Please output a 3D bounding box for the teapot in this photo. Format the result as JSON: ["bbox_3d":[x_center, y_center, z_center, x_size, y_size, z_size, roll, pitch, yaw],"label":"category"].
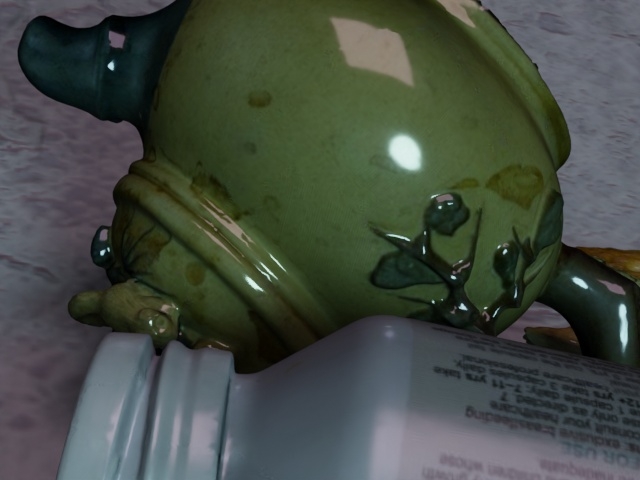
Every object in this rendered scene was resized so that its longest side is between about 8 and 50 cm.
[{"bbox_3d":[0.000,0.000,0.597,0.182,0.173,0.269,-44,88,-11],"label":"teapot"}]

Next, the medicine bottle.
[{"bbox_3d":[0.033,0.092,0.458,0.215,0.135,0.135,12,31,-2],"label":"medicine bottle"}]

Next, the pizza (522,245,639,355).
[{"bbox_3d":[0.209,0.062,0.675,0.262,0.034,0.181,11,30,-6],"label":"pizza"}]
